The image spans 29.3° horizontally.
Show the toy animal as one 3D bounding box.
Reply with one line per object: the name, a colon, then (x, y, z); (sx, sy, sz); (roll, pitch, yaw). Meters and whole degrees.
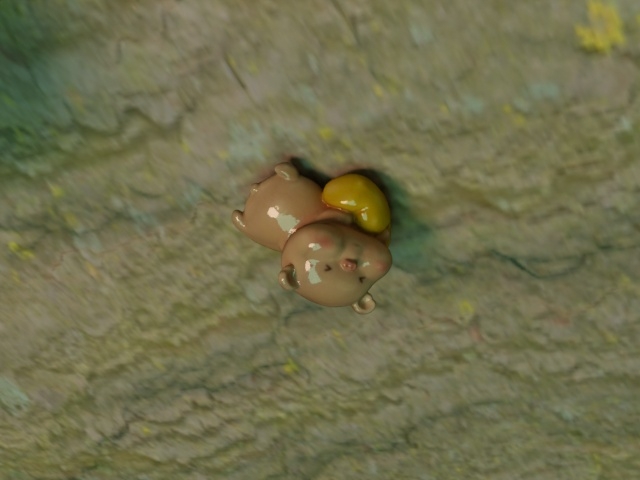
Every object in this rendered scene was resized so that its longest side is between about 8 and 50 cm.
toy animal: (0.000, 0.000, 0.834); (0.114, 0.082, 0.091); (29, 136, -13)
